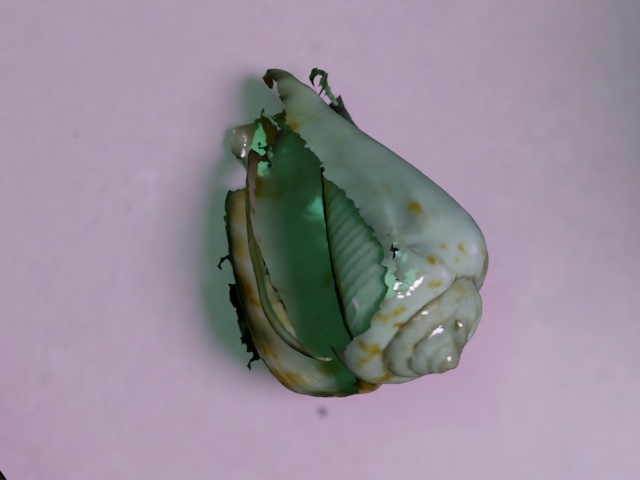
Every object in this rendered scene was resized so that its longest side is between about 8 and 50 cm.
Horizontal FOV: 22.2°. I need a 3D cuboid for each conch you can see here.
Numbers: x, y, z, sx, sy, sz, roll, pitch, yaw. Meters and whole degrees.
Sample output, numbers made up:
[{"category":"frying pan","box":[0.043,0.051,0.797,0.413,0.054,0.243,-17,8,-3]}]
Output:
[{"category":"conch","box":[0.000,0.000,0.662,0.105,0.079,0.170,-33,51,-4]}]

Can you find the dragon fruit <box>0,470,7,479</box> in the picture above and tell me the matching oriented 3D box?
[{"category":"dragon fruit","box":[-0.203,0.146,0.581,0.233,0.234,0.293,4,77,17]}]
